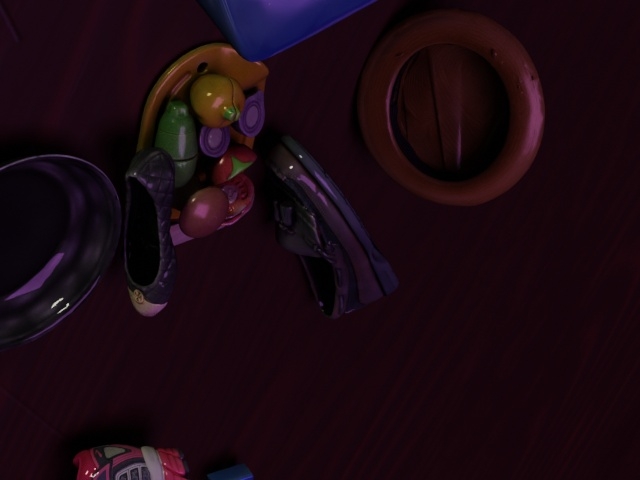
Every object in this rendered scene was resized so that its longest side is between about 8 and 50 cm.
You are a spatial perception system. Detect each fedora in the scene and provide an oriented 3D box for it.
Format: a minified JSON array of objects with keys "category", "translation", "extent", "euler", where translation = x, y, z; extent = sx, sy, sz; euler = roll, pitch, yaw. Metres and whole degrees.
[{"category":"fedora","translation":[0.129,-0.132,1.660],"extent":[0.079,0.194,0.194],"euler":[-51,164,-64]}]

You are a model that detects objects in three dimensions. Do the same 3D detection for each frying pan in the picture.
[{"category":"frying pan","translation":[-0.309,0.036,1.436],"extent":[0.326,0.053,0.197],"euler":[-29,139,-23]}]

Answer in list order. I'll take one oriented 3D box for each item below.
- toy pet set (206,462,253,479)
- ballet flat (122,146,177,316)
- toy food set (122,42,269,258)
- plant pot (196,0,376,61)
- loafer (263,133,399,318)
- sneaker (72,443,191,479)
[{"category":"toy pet set","translation":[-0.123,0.275,1.824],"extent":[0.114,0.065,0.122],"euler":[-16,151,-13]},{"category":"ballet flat","translation":[-0.156,-0.004,1.515],"extent":[0.049,0.057,0.173],"euler":[-38,142,-44]},{"category":"toy food set","translation":[-0.095,-0.064,1.541],"extent":[0.128,0.071,0.218],"euler":[-15,132,-35]},{"category":"plant pot","translation":[-0.025,-0.303,1.246],"extent":[0.236,0.236,0.212],"euler":[-29,129,-3]},{"category":"loafer","translation":[0.000,0.000,1.677],"extent":[0.084,0.096,0.267],"euler":[-39,144,-2]},{"category":"sneaker","translation":[-0.228,0.325,1.736],"extent":[0.112,0.121,0.299],"euler":[10,113,-24]}]
